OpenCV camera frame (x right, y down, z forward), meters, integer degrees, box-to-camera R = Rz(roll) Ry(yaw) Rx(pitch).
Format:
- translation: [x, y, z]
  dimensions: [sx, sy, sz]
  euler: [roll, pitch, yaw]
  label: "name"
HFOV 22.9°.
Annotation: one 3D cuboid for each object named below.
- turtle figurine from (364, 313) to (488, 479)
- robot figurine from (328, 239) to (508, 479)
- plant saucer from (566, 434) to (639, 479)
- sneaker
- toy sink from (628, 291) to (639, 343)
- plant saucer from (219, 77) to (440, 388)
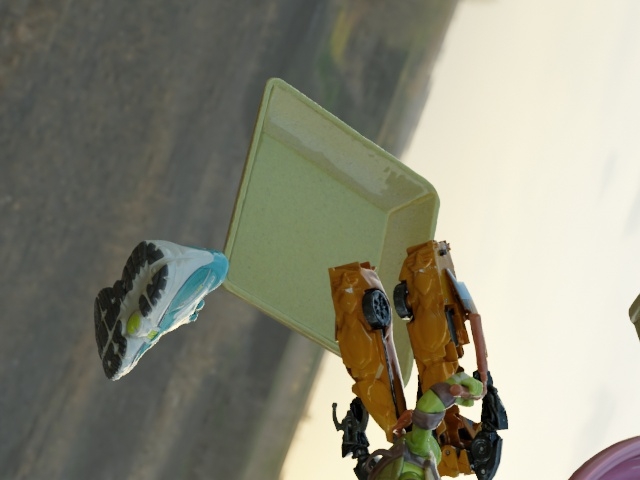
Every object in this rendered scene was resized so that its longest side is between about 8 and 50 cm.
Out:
- translation: [0.080, 0.205, 1.348]
  dimensions: [0.217, 0.087, 0.269]
  euler: [-75, -177, -70]
  label: "turtle figurine"
- translation: [0.110, 0.155, 1.789]
  dimensions: [0.085, 0.211, 0.291]
  euler: [0, 76, -60]
  label: "robot figurine"
- translation: [0.391, 0.385, 1.832]
  dimensions: [0.332, 0.332, 0.084]
  euler: [-70, -166, -8]
  label: "plant saucer"
- translation: [-0.199, 0.090, 1.919]
  dimensions: [0.275, 0.110, 0.107]
  euler: [-44, -124, 49]
  label: "sneaker"
- translation: [0.469, 0.089, 1.910]
  dimensions: [0.234, 0.131, 0.152]
  euler: [-95, -154, -46]
  label: "toy sink"
- translation: [0.000, 0.000, 2.127]
  dimensions: [0.081, 0.333, 0.332]
  euler: [-24, -136, 44]
  label: "plant saucer"
